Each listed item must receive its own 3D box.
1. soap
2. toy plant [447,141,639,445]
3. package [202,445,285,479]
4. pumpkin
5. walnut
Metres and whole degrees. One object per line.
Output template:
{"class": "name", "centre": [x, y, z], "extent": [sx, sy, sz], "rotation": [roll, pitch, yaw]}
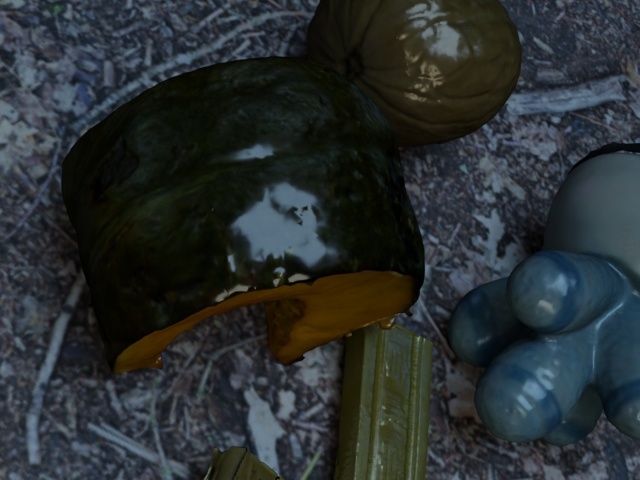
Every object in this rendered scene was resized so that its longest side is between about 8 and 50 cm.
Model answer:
{"class": "soap", "centre": [0.058, 0.191, 1.178], "extent": [0.092, 0.037, 0.252], "rotation": [29, 55, -34]}
{"class": "toy plant", "centre": [0.269, 0.082, 1.257], "extent": [0.247, 0.247, 0.332], "rotation": [46, 57, -2]}
{"class": "package", "centre": [-0.054, 0.240, 1.094], "extent": [0.131, 0.047, 0.071], "rotation": [44, 52, -36]}
{"class": "pumpkin", "centre": [-0.059, -0.016, 1.094], "extent": [0.303, 0.256, 0.225], "rotation": [-4, 65, -47]}
{"class": "walnut", "centre": [0.101, -0.199, 1.302], "extent": [0.228, 0.228, 0.228], "rotation": [13, 61, -24]}
